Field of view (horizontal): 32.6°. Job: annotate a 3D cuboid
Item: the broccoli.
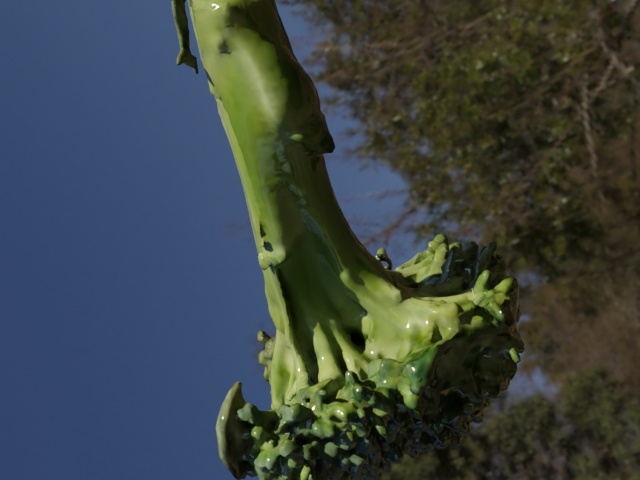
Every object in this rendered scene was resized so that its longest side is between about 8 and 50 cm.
[{"bbox_3d":[0.000,-0.001,0.394,0.118,0.122,0.204,-111,-2,-59],"label":"broccoli"}]
